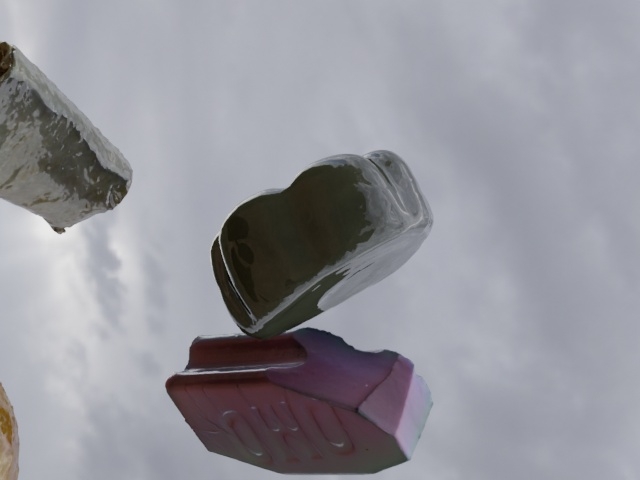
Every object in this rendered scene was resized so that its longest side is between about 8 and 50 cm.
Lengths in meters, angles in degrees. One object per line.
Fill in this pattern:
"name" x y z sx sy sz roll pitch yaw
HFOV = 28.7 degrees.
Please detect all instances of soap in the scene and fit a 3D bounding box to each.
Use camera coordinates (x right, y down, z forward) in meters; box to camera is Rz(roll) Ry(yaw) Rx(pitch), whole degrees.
"soap" -0.022 0.214 1.634 0.323 0.109 0.193 -8 -54 35

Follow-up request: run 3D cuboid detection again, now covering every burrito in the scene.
"burrito" -0.315 -0.110 1.321 0.105 0.299 0.143 19 -101 27

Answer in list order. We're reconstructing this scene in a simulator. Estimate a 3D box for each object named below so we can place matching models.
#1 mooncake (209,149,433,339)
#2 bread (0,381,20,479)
"mooncake" 0.000 0.000 1.432 0.135 0.275 0.275 61 -39 13
"bread" -0.507 0.201 1.402 0.394 0.250 0.361 32 -48 23
